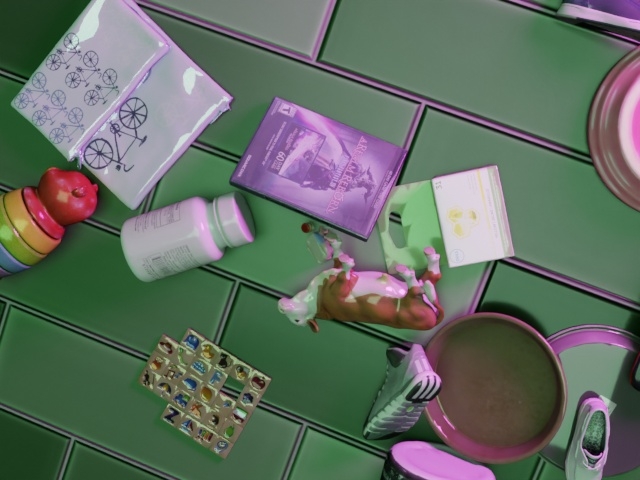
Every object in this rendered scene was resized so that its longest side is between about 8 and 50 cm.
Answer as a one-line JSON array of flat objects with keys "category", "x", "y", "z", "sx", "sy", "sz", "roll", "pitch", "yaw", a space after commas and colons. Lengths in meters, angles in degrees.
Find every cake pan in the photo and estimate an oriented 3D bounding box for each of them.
[{"category": "cake pan", "x": 0.504, "y": 0.303, "z": 1.520, "sx": 0.294, "sy": 0.054, "sz": 0.293, "roll": 1, "pitch": 96, "yaw": 9}]

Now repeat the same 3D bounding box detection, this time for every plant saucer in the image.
[{"category": "plant saucer", "x": 0.636, "y": -0.195, "z": 1.429, "sx": 0.332, "sy": 0.084, "sz": 0.331, "roll": 1, "pitch": 96, "yaw": 10}, {"category": "plant saucer", "x": 0.313, "y": 0.268, "z": 1.523, "sx": 0.278, "sy": 0.041, "sz": 0.277, "roll": 1, "pitch": 92, "yaw": 27}]

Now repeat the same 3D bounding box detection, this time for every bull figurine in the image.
[{"category": "bull figurine", "x": 0.077, "y": 0.092, "z": 1.535, "sx": 0.311, "sy": 0.101, "sz": 0.188, "roll": 5, "pitch": 130, "yaw": 2}]

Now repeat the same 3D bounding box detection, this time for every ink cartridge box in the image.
[{"category": "ink cartridge box", "x": 0.223, "y": -0.033, "z": 1.534, "sx": 0.235, "sy": 0.056, "sz": 0.171, "roll": -11, "pitch": 95, "yaw": 9}]

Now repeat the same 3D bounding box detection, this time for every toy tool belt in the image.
[{"category": "toy tool belt", "x": 0.000, "y": 0.000, "z": 1.585, "sx": 0.052, "sy": 0.051, "sz": 0.083, "roll": -36, "pitch": 79, "yaw": 38}]

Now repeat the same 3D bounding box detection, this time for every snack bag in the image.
[{"category": "snack bag", "x": -0.392, "y": -0.271, "z": 1.625, "sx": 0.342, "sy": 0.037, "sz": 0.323, "roll": 44, "pitch": 101, "yaw": 3}]

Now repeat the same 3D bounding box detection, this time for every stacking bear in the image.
[{"category": "stacking bear", "x": -0.573, "y": -0.040, "z": 1.626, "sx": 0.289, "sy": 0.175, "sz": 0.164, "roll": -31, "pitch": 88, "yaw": 4}]

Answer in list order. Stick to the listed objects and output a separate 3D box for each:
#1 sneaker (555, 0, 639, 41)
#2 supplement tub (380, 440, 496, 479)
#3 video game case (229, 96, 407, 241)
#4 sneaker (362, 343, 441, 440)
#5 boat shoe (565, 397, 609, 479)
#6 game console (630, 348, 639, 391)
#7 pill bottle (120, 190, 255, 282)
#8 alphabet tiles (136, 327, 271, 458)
[{"category": "sneaker", "x": 0.533, "y": -0.426, "z": 1.400, "sx": 0.226, "sy": 0.086, "sz": 0.163, "roll": 25, "pitch": 99, "yaw": 26}, {"category": "supplement tub", "x": 0.186, "y": 0.560, "z": 1.526, "sx": 0.207, "sy": 0.207, "sz": 0.337, "roll": 14, "pitch": 99, "yaw": 8}, {"category": "video game case", "x": -0.002, "y": -0.135, "z": 1.531, "sx": 0.274, "sy": 0.026, "sz": 0.196, "roll": 23, "pitch": 70, "yaw": 8}, {"category": "sneaker", "x": 0.143, "y": 0.276, "z": 1.574, "sx": 0.086, "sy": 0.132, "sz": 0.228, "roll": 11, "pitch": 135, "yaw": -30}, {"category": "boat shoe", "x": 0.479, "y": 0.374, "z": 1.472, "sx": 0.066, "sy": 0.063, "sz": 0.184, "roll": 14, "pitch": 98, "yaw": 8}, {"category": "game console", "x": 0.771, "y": 0.164, "z": 1.429, "sx": 0.387, "sy": 0.060, "sz": 0.341, "roll": 21, "pitch": 92, "yaw": 3}, {"category": "pill bottle", "x": -0.248, "y": -0.012, "z": 1.578, "sx": 0.229, "sy": 0.131, "sz": 0.131, "roll": -18, "pitch": 93, "yaw": 11}, {"category": "alphabet tiles", "x": -0.246, "y": 0.298, "z": 1.674, "sx": 0.237, "sy": 0.009, "sz": 0.198, "roll": 31, "pitch": 101, "yaw": 6}]
